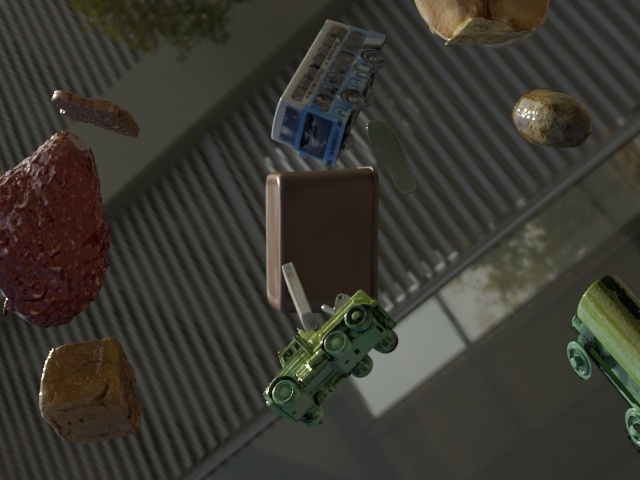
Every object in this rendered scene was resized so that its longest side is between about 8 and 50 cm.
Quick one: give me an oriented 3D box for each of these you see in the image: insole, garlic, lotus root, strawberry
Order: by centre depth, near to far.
[{"bbox_3d":[-0.427,-0.012,1.770,0.261,0.258,0.261,56,175,7],"label":"strawberry"},{"bbox_3d":[0.125,-0.148,1.966,0.002,0.053,0.152,109,141,-68],"label":"insole"},{"bbox_3d":[0.327,-0.541,2.319,0.249,0.286,0.313,45,-143,-75],"label":"garlic"},{"bbox_3d":[0.513,-0.274,2.515,0.145,0.128,0.260,17,-169,-21],"label":"lotus root"}]

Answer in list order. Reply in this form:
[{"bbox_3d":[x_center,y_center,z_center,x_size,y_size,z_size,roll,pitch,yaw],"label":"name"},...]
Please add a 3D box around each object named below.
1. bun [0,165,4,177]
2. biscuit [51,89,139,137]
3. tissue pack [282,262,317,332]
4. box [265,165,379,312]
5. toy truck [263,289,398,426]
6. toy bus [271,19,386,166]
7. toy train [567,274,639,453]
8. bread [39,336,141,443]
[{"bbox_3d":[-0.722,-0.104,2.146,0.259,0.259,0.152,43,-155,-26],"label":"bun"},{"bbox_3d":[-0.502,-0.289,2.549,0.183,0.043,0.280,8,174,32],"label":"biscuit"},{"bbox_3d":[-0.035,0.093,1.834,0.056,0.023,0.108,72,176,-52],"label":"tissue pack"},{"bbox_3d":[0.000,0.000,2.593,0.239,0.229,0.339,-165,74,-78],"label":"box"},{"bbox_3d":[0.005,0.202,1.988,0.135,0.259,0.128,38,175,39],"label":"toy truck"},{"bbox_3d":[0.022,-0.252,1.861,0.131,0.106,0.297,20,-140,5],"label":"toy bus"},{"bbox_3d":[0.501,0.200,1.782,0.307,0.126,0.189,56,166,41],"label":"toy train"},{"bbox_3d":[-0.424,0.280,2.073,0.149,0.158,0.143,65,-169,-50],"label":"bread"}]
